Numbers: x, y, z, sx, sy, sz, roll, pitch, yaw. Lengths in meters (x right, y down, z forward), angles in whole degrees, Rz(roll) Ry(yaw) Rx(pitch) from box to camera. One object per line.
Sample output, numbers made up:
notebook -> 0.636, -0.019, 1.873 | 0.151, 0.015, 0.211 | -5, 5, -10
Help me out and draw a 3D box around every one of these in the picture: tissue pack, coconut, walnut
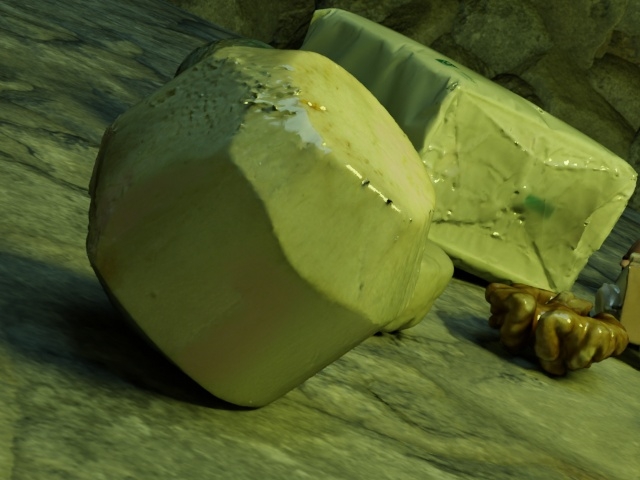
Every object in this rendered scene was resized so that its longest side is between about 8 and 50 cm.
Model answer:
tissue pack -> 0.138, -0.106, 1.929 | 0.297, 0.207, 0.380 | 23, 9, -34
coconut -> -0.051, -0.006, 1.072 | 0.241, 0.241, 0.241 | 22, 10, -4
walnut -> 0.227, 0.087, 1.564 | 0.143, 0.069, 0.170 | 26, 9, 24

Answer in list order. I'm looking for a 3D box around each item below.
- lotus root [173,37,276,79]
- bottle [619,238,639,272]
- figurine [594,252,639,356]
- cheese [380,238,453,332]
lotus root -> -0.059, -0.131, 1.810 | 0.175, 0.175, 0.349 | 15, 12, -38
bottle -> 0.486, 0.049, 2.115 | 0.236, 0.148, 0.147 | 7, 18, -41
figurine -> 0.391, 0.076, 1.823 | 0.162, 0.141, 0.237 | 2, -3, 8
cheese -> 0.001, -0.002, 1.470 | 0.159, 0.093, 0.263 | 11, 16, -44
